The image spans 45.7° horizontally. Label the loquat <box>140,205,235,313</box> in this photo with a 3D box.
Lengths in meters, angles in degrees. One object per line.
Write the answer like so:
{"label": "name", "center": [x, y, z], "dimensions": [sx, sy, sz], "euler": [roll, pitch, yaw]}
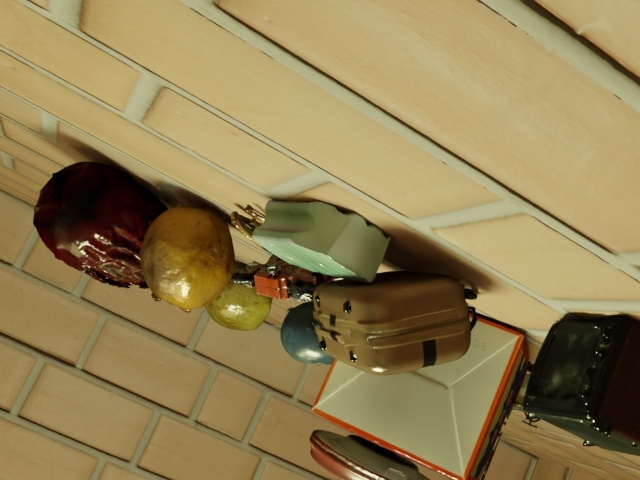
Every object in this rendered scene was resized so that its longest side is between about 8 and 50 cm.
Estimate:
{"label": "loquat", "center": [-0.291, 0.035, 1.686], "dimensions": [0.193, 0.238, 0.238], "euler": [17, 166, 18]}

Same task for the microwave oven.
{"label": "microwave oven", "center": [0.453, 0.231, 1.197], "dimensions": [0.188, 0.178, 0.247], "euler": [24, 168, -6]}

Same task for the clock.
{"label": "clock", "center": [0.125, 0.488, 1.658], "dimensions": [0.318, 0.080, 0.318], "euler": [23, 177, 1]}

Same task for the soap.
{"label": "soap", "center": [0.000, 0.000, 1.316], "dimensions": [0.145, 0.091, 0.230], "euler": [32, 167, -30]}

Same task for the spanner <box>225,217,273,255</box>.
{"label": "spanner", "center": [-0.121, 0.023, 1.811], "dimensions": [0.093, 0.026, 0.325], "euler": [16, 163, 40]}

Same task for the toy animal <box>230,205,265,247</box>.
{"label": "toy animal", "center": [-0.059, 0.006, 1.541], "dimensions": [0.275, 0.054, 0.149], "euler": [28, 165, -3]}

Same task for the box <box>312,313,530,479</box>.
{"label": "box", "center": [0.224, 0.306, 1.619], "dimensions": [0.348, 0.319, 0.257], "euler": [19, 166, 23]}

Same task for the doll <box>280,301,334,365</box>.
{"label": "doll", "center": [0.013, 0.196, 1.769], "dimensions": [0.228, 0.258, 0.154], "euler": [4, 124, 14]}

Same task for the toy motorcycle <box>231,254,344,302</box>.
{"label": "toy motorcycle", "center": [-0.066, 0.081, 1.688], "dimensions": [0.171, 0.089, 0.298], "euler": [-11, -167, -42]}

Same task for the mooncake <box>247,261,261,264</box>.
{"label": "mooncake", "center": [-0.105, 0.157, 2.257], "dimensions": [0.150, 0.057, 0.347], "euler": [7, 160, 18]}

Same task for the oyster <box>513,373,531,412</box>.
{"label": "oyster", "center": [0.489, 0.355, 1.792], "dimensions": [0.341, 0.110, 0.166], "euler": [10, 172, 6]}

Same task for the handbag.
{"label": "handbag", "center": [0.148, 0.131, 1.337], "dimensions": [0.283, 0.149, 0.302], "euler": [-11, -178, -19]}

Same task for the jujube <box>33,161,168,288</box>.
{"label": "jujube", "center": [-0.493, -0.032, 1.766], "dimensions": [0.258, 0.258, 0.377], "euler": [18, 164, 31]}

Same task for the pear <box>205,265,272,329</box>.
{"label": "pear", "center": [-0.252, 0.174, 2.297], "dimensions": [0.211, 0.188, 0.228], "euler": [21, 165, -3]}

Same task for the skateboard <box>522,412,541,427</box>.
{"label": "skateboard", "center": [0.658, 0.518, 2.218], "dimensions": [0.151, 0.080, 0.067], "euler": [19, 173, 34]}
